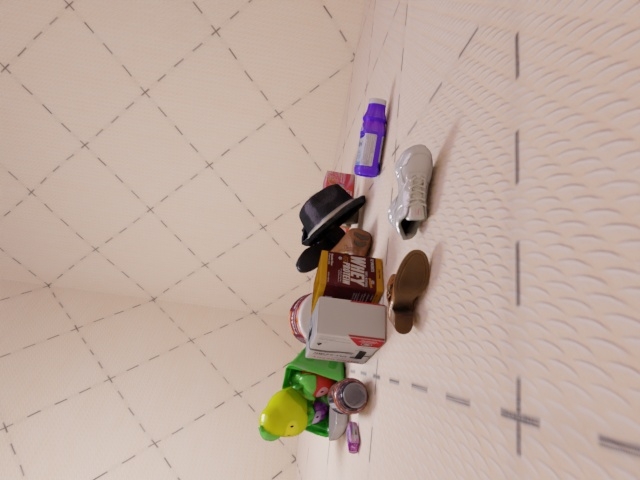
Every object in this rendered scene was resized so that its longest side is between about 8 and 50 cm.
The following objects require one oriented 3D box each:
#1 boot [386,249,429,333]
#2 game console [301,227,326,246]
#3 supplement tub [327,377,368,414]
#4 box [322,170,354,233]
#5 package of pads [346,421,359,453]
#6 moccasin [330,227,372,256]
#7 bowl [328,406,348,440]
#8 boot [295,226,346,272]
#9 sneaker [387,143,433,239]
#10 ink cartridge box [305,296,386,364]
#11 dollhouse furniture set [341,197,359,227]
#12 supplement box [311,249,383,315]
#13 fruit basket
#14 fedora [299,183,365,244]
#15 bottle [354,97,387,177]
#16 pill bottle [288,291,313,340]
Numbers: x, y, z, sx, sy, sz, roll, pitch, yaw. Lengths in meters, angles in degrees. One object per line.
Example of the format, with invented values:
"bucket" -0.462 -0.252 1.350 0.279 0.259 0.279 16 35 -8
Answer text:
"boot" 0.187 0.099 0.987 0.152 0.072 0.197 -85 7 -76
"game console" 0.000 0.000 2.265 0.361 0.043 0.214 8 -100 -61
"supplement tub" 0.086 0.477 1.314 0.198 0.105 0.106 111 166 -66
"box" 0.080 -0.190 2.201 0.142 0.153 0.300 109 169 -65
"package of pads" 0.100 0.611 1.334 0.083 0.031 0.050 -95 12 -70
"moccasin" 0.103 0.093 1.667 0.380 0.139 0.147 129 159 -62
"bowl" 0.067 0.635 1.549 0.142 0.053 0.142 -88 7 -49
"boot" 0.016 0.062 1.909 0.264 0.096 0.280 -49 -14 -5
"sneaker" 0.217 -0.100 0.977 0.115 0.090 0.232 -99 8 -52
"ink cartridge box" 0.068 0.280 1.301 0.273 0.196 0.114 107 170 -61
"dollhouse furniture set" 0.151 -0.125 2.004 0.151 0.123 0.144 -10 68 48
"supplement box" 0.081 0.151 1.372 0.192 0.193 0.129 104 173 -49
"fruit basket" -0.068 0.654 1.707 0.392 0.282 0.393 16 -90 -82
"fedora" 0.023 -0.124 1.802 0.334 0.153 0.334 -37 -6 -5
"bottle" 0.190 -0.380 1.598 0.118 0.092 0.283 -112 31 -82
"pill bottle" -0.014 0.328 1.797 0.392 0.223 0.224 139 140 -73
